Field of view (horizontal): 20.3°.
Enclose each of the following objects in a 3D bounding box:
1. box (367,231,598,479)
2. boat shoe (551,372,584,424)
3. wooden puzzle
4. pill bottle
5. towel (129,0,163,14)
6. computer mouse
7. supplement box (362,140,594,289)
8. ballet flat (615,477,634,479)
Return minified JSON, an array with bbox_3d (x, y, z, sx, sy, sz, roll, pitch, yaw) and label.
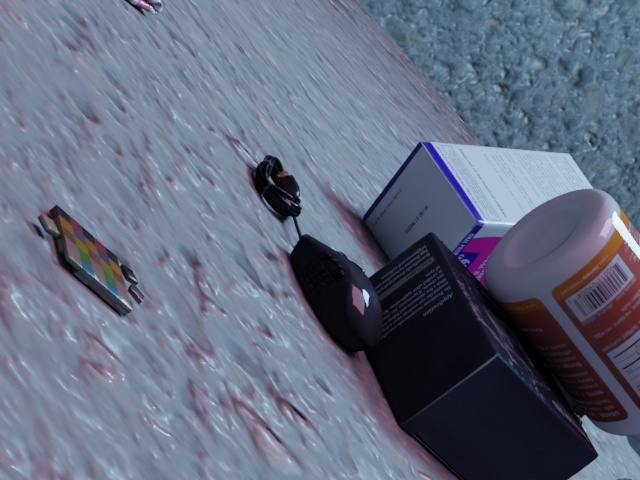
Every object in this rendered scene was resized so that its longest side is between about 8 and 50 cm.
[{"bbox_3d":[0.115,0.105,1.377,0.156,0.093,0.158,44,14,-38],"label":"box"},{"bbox_3d":[0.209,0.079,1.863,0.114,0.091,0.302,40,16,-49],"label":"boat shoe"},{"bbox_3d":[-0.118,0.011,0.923,0.083,0.006,0.049,45,13,-35],"label":"wooden puzzle"},{"bbox_3d":[0.234,0.074,1.404,0.216,0.121,0.121,51,10,-20],"label":"pill bottle"},{"bbox_3d":[-0.204,-0.273,1.455,0.197,0.029,0.144,36,20,-56],"label":"towel"},{"bbox_3d":[0.000,0.000,1.377,0.071,0.041,0.242,42,13,-40],"label":"computer mouse"},{"bbox_3d":[0.171,-0.017,1.752,0.220,0.111,0.114,0,47,-43],"label":"supplement box"},{"bbox_3d":[0.230,0.234,1.474,0.221,0.079,0.077,24,61,-64],"label":"ballet flat"}]
